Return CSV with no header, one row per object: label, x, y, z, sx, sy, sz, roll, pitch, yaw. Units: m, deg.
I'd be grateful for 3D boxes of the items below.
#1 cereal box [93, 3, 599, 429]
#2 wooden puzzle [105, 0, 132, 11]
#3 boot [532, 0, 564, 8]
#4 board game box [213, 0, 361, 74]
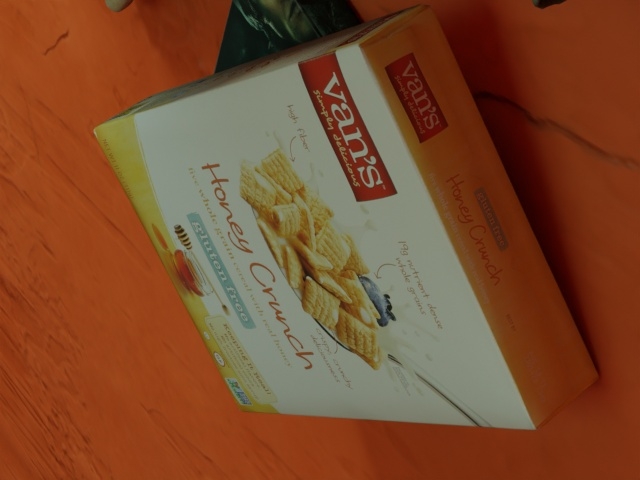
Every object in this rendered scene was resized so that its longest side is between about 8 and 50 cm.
cereal box,0.000,0.000,0.672,0.240,0.047,0.173,-8,111,58
wooden puzzle,-0.183,-0.286,0.718,0.348,0.080,0.322,52,159,-5
boot,0.050,-0.180,0.495,0.208,0.076,0.190,65,157,-5
board game box,-0.014,-0.050,0.744,0.126,0.026,0.186,57,151,23
